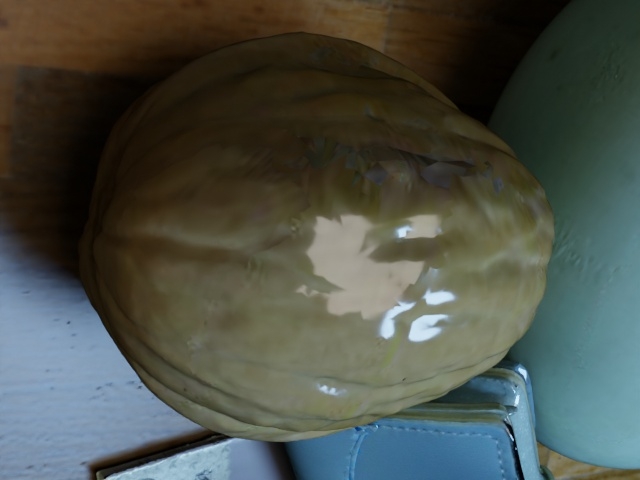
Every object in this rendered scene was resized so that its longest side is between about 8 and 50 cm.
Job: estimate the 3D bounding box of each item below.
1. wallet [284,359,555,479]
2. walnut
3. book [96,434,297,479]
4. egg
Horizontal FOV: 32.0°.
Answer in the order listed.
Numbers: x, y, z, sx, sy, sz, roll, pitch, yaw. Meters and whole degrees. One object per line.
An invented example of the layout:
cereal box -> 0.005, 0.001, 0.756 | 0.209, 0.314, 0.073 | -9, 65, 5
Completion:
wallet -> 0.072, 0.189, 0.747 | 0.075, 0.176, 0.250 | -62, 144, -50
walnut -> 0.000, 0.000, 0.612 | 0.261, 0.225, 0.225 | 0, 104, -30
book -> -0.064, 0.188, 0.755 | 0.182, 0.014, 0.127 | -10, 111, -34
egg -> 0.241, -0.030, 0.742 | 0.276, 0.276, 0.389 | 17, 106, -39
